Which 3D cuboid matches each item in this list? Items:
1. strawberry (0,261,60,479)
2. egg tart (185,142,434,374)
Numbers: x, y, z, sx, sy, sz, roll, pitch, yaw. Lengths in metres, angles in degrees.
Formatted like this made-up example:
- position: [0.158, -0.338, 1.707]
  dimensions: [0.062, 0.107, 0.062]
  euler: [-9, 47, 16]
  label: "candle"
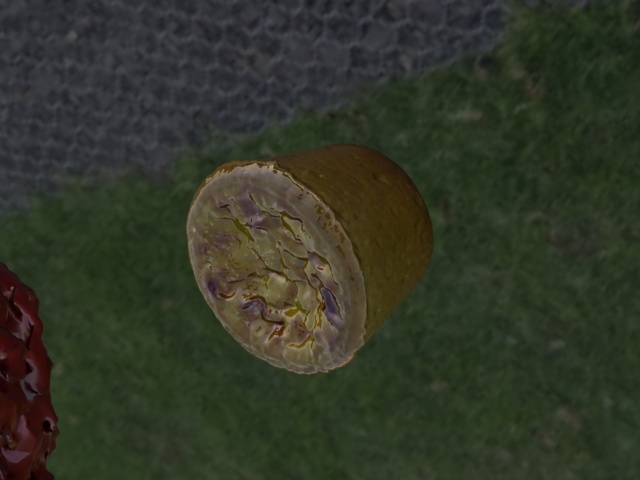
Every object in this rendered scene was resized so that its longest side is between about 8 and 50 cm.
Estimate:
- position: [-0.165, 0.088, 0.443]
  dimensions: [0.184, 0.187, 0.201]
  euler: [-9, 97, 70]
  label: "strawberry"
- position: [0.000, 0.000, 1.263]
  dimensions: [0.203, 0.147, 0.202]
  euler: [23, 129, 33]
  label: "egg tart"
